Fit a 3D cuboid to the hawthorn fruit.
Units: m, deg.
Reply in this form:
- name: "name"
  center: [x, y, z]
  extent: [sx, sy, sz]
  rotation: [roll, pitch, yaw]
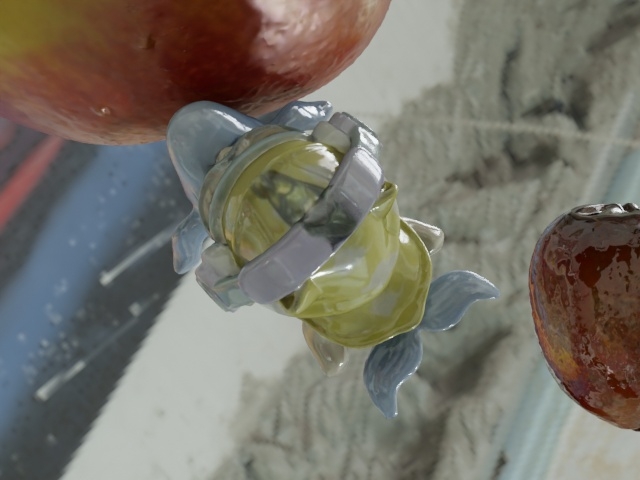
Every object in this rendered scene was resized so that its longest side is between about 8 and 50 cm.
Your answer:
- name: "hawthorn fruit"
  center: [0.238, 0.064, 1.197]
  extent: [0.169, 0.188, 0.169]
  rotation: [-5, 176, 0]

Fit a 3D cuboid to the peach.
- name: "peach"
  center: [-0.116, -0.227, 0.904]
  extent: [0.370, 0.370, 0.370]
  rotation: [-25, -148, 17]

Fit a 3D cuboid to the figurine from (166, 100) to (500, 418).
- name: "figurine"
  center: [0.000, 0.000, 0.851]
  extent: [0.128, 0.208, 0.184]
  rotation: [-50, -163, -1]
